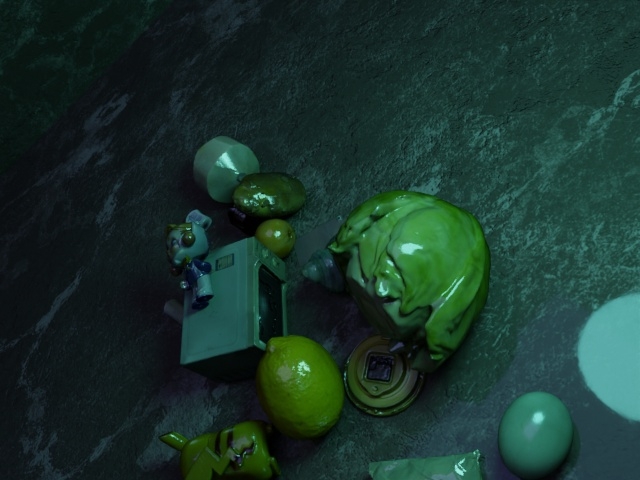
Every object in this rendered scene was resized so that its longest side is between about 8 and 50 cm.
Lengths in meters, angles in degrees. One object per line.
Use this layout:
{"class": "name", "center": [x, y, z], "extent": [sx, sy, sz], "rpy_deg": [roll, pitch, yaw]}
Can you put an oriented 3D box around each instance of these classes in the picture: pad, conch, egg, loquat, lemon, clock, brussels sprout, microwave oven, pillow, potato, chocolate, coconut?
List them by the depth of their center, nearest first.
{"class": "egg", "center": [0.466, 0.424, 1.281], "extent": [0.149, 0.149, 0.192], "rpy_deg": [17, 75, 35]}
{"class": "pillow", "center": [0.246, 0.632, 1.332], "extent": [0.274, 0.076, 0.280], "rpy_deg": [-15, 57, 19]}
{"class": "brussels sprout", "center": [0.253, 0.068, 1.459], "extent": [0.361, 0.425, 0.342], "rpy_deg": [-35, 7, -14]}
{"class": "lemon", "center": [-0.053, 0.384, 1.541], "extent": [0.236, 0.236, 0.263], "rpy_deg": [8, 107, 32]}
{"class": "clock", "center": [0.162, 0.345, 1.561], "extent": [0.237, 0.057, 0.237], "rpy_deg": [-13, 57, 21]}
{"class": "conch", "center": [0.078, 0.074, 1.703], "extent": [0.277, 0.195, 0.220], "rpy_deg": [-3, 67, -8]}
{"class": "microwave oven", "center": [-0.247, 0.215, 1.764], "extent": [0.286, 0.218, 0.354], "rpy_deg": [-20, 55, 21]}
{"class": "pad", "center": [0.000, 0.000, 1.884], "extent": [0.188, 0.006, 0.113], "rpy_deg": [-28, 53, 13]}
{"class": "loquat", "center": [-0.144, -0.005, 1.884], "extent": [0.141, 0.141, 0.141], "rpy_deg": [-14, 57, 22]}
{"class": "potato", "center": [-0.166, -0.151, 1.911], "extent": [0.192, 0.296, 0.141], "rpy_deg": [31, 120, 23]}
{"class": "chocolate", "center": [-0.233, -0.066, 1.981], "extent": [0.080, 0.149, 0.125], "rpy_deg": [31, 119, 37]}
{"class": "coconut", "center": [-0.332, -0.246, 2.086], "extent": [0.241, 0.241, 0.241], "rpy_deg": [-14, 57, 22]}

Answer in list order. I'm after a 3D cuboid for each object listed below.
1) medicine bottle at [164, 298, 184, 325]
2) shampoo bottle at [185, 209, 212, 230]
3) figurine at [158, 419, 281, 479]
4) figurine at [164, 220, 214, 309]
{"class": "medicine bottle", "center": [-0.428, 0.265, 1.937], "extent": [0.231, 0.059, 0.059], "rpy_deg": [26, 78, 37]}
{"class": "shampoo bottle", "center": [-0.451, -0.071, 2.156], "extent": [0.099, 0.043, 0.072], "rpy_deg": [31, 80, 39]}
{"class": "figurine", "center": [-0.269, 0.597, 1.583], "extent": [0.327, 0.169, 0.218], "rpy_deg": [-22, 50, 16]}
{"class": "figurine", "center": [-0.368, 0.057, 1.705], "extent": [0.274, 0.133, 0.193], "rpy_deg": [48, 135, 43]}
